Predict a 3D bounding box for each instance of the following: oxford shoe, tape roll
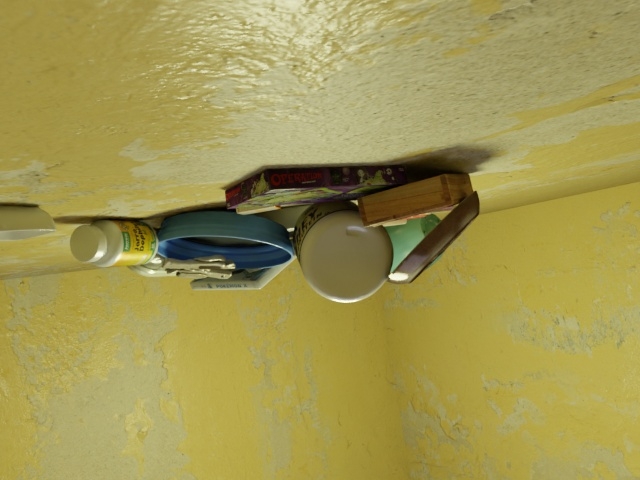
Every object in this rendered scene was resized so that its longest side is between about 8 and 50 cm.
[{"bbox_3d":[-0.476,0.031,1.851,0.169,0.130,0.449,32,-171,14],"label":"oxford shoe"},{"bbox_3d":[-0.124,-0.051,1.837,0.391,0.072,0.392,-8,177,0],"label":"tape roll"}]

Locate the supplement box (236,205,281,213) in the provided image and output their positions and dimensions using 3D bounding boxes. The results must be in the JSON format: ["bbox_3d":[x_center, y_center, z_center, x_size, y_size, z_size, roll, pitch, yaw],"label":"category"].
[{"bbox_3d":[-0.152,-0.089,1.359,0.098,0.036,0.062,-9,177,8],"label":"supplement box"}]

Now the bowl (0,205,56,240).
[{"bbox_3d":[-0.596,-0.032,1.053,0.142,0.053,0.142,-11,176,29],"label":"bowl"}]

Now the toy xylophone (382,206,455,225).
[{"bbox_3d":[0.276,-0.106,1.822,0.236,0.081,0.322,-7,176,-15],"label":"toy xylophone"}]

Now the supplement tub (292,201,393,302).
[{"bbox_3d":[0.048,0.012,1.501,0.235,0.236,0.325,-8,-167,-6],"label":"supplement tub"}]

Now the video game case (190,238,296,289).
[{"bbox_3d":[-0.239,0.078,1.927,0.299,0.036,0.329,-4,-157,33],"label":"video game case"}]

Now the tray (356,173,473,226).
[{"bbox_3d":[0.252,-0.103,1.381,0.202,0.076,0.411,-14,-178,23],"label":"tray"}]

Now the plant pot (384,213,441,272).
[{"bbox_3d":[0.433,0.001,2.527,0.292,0.293,0.235,-6,161,-41],"label":"plant pot"}]

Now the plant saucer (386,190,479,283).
[{"bbox_3d":[0.286,0.006,1.365,0.310,0.050,0.311,-43,168,-12],"label":"plant saucer"}]

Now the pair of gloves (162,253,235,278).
[{"bbox_3d":[-0.356,0.075,1.633,0.204,0.042,0.240,2,167,-13],"label":"pair of gloves"}]

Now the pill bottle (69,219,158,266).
[{"bbox_3d":[-0.514,0.007,1.390,0.117,0.118,0.208,-10,176,21],"label":"pill bottle"}]

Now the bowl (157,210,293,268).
[{"bbox_3d":[-0.271,0.004,1.588,0.390,0.077,0.391,2,164,0],"label":"bowl"}]

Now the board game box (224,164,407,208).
[{"bbox_3d":[-0.008,-0.116,1.209,0.346,0.056,0.208,-6,172,-33],"label":"board game box"}]

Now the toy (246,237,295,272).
[{"bbox_3d":[-0.156,0.026,1.846,0.237,0.056,0.137,-17,-156,-23],"label":"toy"}]
